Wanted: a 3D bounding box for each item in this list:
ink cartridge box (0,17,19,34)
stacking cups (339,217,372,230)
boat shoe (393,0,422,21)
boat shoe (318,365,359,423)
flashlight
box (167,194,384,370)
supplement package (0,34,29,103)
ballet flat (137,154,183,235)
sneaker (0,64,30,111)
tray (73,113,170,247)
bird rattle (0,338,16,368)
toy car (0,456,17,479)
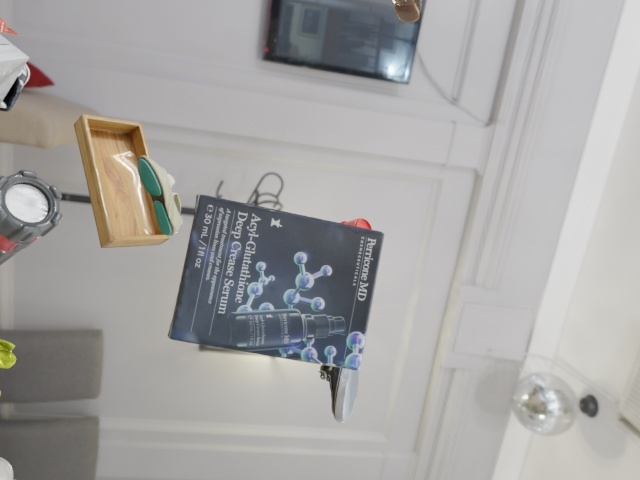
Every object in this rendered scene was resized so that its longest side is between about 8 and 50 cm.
[{"bbox_3d":[-0.758,-0.503,1.201,0.115,0.062,0.029,-18,137,-58],"label":"ink cartridge box"},{"bbox_3d":[0.000,0.000,1.410,0.316,0.095,0.096,-21,-121,46],"label":"stacking cups"},{"bbox_3d":[0.192,-0.574,1.183,0.207,0.073,0.073,13,85,-78],"label":"boat shoe"},{"bbox_3d":[0.049,0.369,1.515,0.113,0.104,0.307,55,36,-56],"label":"boat shoe"},{"bbox_3d":[-0.525,-0.011,0.833,0.303,0.103,0.103,-21,-135,36],"label":"flashlight"},{"bbox_3d":[-0.095,0.092,1.143,0.212,0.394,0.294,160,-59,-81],"label":"box"},{"bbox_3d":[-0.568,-0.233,0.643,0.199,0.262,0.198,-46,-164,17],"label":"supplement package"},{"bbox_3d":[-0.433,-0.131,1.446,0.086,0.086,0.249,-98,-178,-56],"label":"ballet flat"},{"bbox_3d":[-0.740,-0.311,1.140,0.153,0.234,0.094,39,-19,55],"label":"sneaker"},{"bbox_3d":[-0.625,-0.184,1.651,0.076,0.202,0.412,-27,-105,38],"label":"tray"},{"bbox_3d":[-0.900,0.310,1.336,0.143,0.253,0.207,-38,130,-50],"label":"bird rattle"},{"bbox_3d":[-0.845,0.576,1.261,0.219,0.237,0.210,-61,177,8],"label":"toy car"}]
